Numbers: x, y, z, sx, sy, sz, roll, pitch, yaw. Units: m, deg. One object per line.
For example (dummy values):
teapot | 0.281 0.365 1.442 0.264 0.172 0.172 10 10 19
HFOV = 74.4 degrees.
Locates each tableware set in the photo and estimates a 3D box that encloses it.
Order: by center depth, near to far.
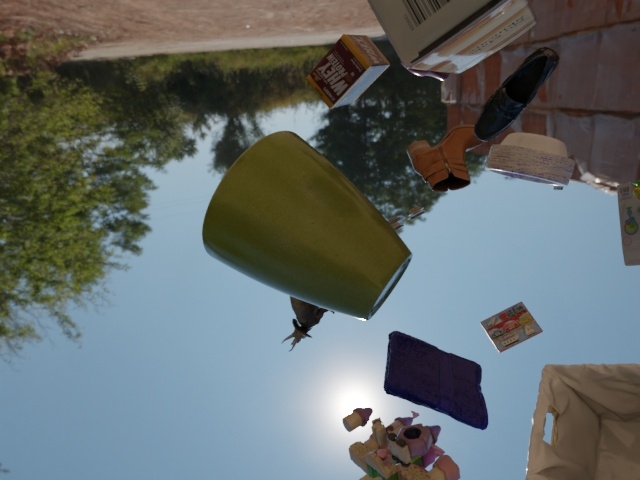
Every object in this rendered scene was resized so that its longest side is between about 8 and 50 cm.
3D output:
tableware set | 0.288 -0.074 1.425 0.141 0.020 0.169 -28 166 9

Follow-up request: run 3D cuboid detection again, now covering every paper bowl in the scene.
paper bowl | 0.750 -0.293 1.506 0.285 0.147 0.284 13 -171 -2

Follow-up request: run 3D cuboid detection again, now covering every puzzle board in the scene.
puzzle board | 0.523 0.237 1.158 0.128 0.011 0.096 -30 -124 8

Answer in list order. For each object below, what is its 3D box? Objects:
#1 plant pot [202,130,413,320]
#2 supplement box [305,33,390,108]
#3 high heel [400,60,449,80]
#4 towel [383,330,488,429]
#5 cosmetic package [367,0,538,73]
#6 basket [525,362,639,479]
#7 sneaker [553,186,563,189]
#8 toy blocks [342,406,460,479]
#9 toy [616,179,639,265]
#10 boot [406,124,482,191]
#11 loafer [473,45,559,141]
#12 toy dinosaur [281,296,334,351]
plant pot | 0.000 0.000 0.740 0.294 0.274 0.275 34 -142 16
supplement box | 0.092 -0.555 1.385 0.191 0.129 0.194 -38 -179 36
high heel | 0.379 -0.720 1.348 0.182 0.376 0.127 7 -172 -28
towel | 0.333 0.409 1.244 0.309 0.076 0.227 24 -146 -2
cosmetic package | 0.198 -0.331 0.592 0.153 0.129 0.296 -28 -177 36
basket | 0.728 0.497 0.999 0.331 0.266 0.328 -23 -148 53
sneaker | 0.933 -0.225 1.643 0.037 0.083 0.031 14 -110 30
toy blocks | 0.250 0.562 1.142 0.260 0.308 0.289 -18 -167 -29
toy | 0.906 -0.052 1.162 0.056 0.236 0.137 -5 176 -13
boot | 0.444 -0.268 1.377 0.284 0.108 0.220 -12 -133 -6
loafer | 0.401 -0.302 0.889 0.076 0.223 0.078 43 -137 11
toy dinosaur | -0.045 0.206 1.409 0.121 0.312 0.161 6 -165 42
